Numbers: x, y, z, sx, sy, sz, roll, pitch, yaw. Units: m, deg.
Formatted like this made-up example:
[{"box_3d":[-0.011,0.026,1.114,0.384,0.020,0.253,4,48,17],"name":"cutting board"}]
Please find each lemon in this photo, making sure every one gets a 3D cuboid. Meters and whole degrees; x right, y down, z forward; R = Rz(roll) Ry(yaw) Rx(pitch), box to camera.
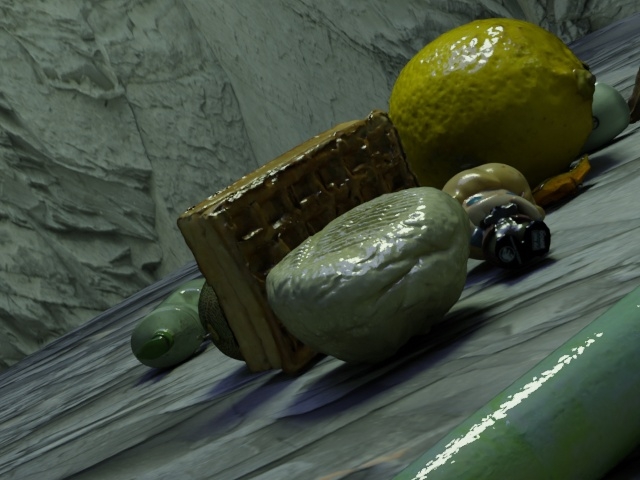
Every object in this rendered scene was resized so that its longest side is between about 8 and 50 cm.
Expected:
[{"box_3d":[0.229,-0.174,1.771,0.310,0.253,0.253,-21,9,43],"name":"lemon"}]

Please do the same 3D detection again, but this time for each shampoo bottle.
[{"box_3d":[-0.213,0.128,1.972,0.118,0.087,0.234,-27,6,13],"name":"shampoo bottle"}]

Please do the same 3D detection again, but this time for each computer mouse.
[{"box_3d":[0.355,-0.162,1.894,0.181,0.089,0.056,-24,14,48],"name":"computer mouse"}]

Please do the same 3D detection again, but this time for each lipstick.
[{"box_3d":[0.160,0.087,0.752,0.304,0.076,0.076,-31,7,-32],"name":"lipstick"}]

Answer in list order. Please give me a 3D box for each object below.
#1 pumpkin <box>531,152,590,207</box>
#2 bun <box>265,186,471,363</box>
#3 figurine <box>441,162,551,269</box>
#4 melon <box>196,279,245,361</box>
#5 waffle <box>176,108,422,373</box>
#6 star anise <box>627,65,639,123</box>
[{"box_3d":[0.293,-0.065,1.632,0.101,0.035,0.073,-34,-3,-25],"name":"pumpkin"},{"box_3d":[0.059,0.041,1.294,0.220,0.134,0.220,-26,13,7],"name":"bun"},{"box_3d":[0.186,-0.020,1.417,0.114,0.108,0.196,-31,12,3],"name":"figurine"},{"box_3d":[-0.071,0.071,1.593,0.192,0.139,0.139,-35,9,-26],"name":"melon"},{"box_3d":[0.001,0.000,1.514,0.308,0.213,0.091,-32,9,-39],"name":"waffle"},{"box_3d":[0.545,-0.274,1.789,0.349,0.109,0.292,-44,35,37],"name":"star anise"}]
